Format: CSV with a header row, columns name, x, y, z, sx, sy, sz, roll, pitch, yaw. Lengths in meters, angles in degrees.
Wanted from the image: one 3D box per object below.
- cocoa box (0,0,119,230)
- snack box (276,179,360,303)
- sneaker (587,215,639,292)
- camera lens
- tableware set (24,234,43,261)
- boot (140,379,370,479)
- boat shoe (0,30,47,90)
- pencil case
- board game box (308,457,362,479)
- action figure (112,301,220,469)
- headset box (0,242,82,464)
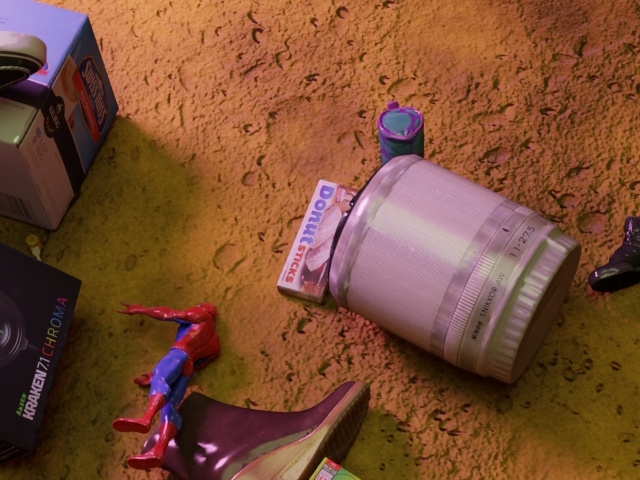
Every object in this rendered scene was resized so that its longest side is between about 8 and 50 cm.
name,x,y,z,sx,sy,sz,roll,pitch,yaw
cocoa box,-0.495,-0.204,1.914,0.347,0.231,0.228,16,62,13
snack box,0.000,0.000,1.889,0.064,0.022,0.178,15,61,13
sneaker,0.424,0.008,1.849,0.170,0.051,0.089,-16,59,-12
camera lens,0.164,0.033,1.747,0.274,0.219,0.219,27,64,17
tableware set,-0.457,0.032,1.897,0.154,0.024,0.104,-18,57,-6
boot,-0.078,0.229,1.721,0.207,0.090,0.248,25,53,26
boat shoe,-0.484,-0.180,1.708,0.306,0.113,0.104,-10,73,4
pencil case,0.111,-0.114,1.876,0.065,0.151,0.070,-10,51,-3
board game box,0.071,0.338,1.643,0.181,0.092,0.043,30,66,19
action figure,-0.216,0.165,1.746,0.139,0.091,0.280,-1,32,21
headset box,-0.473,0.112,1.701,0.283,0.131,0.246,29,55,-27
